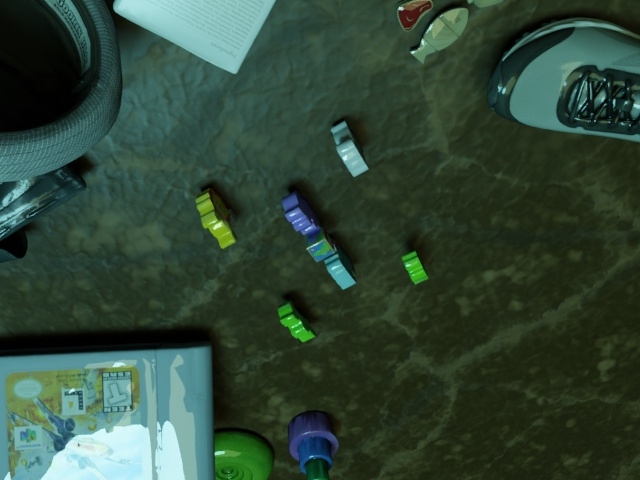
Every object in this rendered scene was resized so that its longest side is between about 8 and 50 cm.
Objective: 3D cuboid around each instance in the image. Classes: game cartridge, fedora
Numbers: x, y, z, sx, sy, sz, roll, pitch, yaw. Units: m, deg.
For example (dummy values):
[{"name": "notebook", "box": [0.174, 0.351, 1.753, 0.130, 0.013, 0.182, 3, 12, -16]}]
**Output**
[{"name": "game cartridge", "box": [-0.268, 0.217, 0.726, 0.297, 0.062, 0.198, -2, 87, -8]}, {"name": "fedora", "box": [-0.286, -0.141, 0.462, 0.275, 0.244, 0.124, 20, 148, -31]}]

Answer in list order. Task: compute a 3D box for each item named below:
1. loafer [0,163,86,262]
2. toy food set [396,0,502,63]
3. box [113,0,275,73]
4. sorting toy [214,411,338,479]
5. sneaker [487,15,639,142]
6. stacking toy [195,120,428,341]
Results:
[{"name": "loafer", "box": [-0.315, -0.005, 0.608, 0.223, 0.076, 0.078, -39, 113, 13]}, {"name": "toy food set", "box": [0.114, -0.220, 0.562, 0.122, 0.019, 0.078, -34, 122, 24]}, {"name": "box", "box": [-0.089, -0.200, 0.492, 0.102, 0.101, 0.087, 24, 118, -23]}, {"name": "sorting toy", "box": [-0.143, 0.343, 0.843, 0.365, 0.126, 0.127, -22, 124, 7]}, {"name": "sneaker", "box": [0.286, -0.137, 0.591, 0.271, 0.108, 0.100, 1, 126, -8]}, {"name": "stacking toy", "box": [0.000, 0.000, 0.679, 0.166, 0.052, 0.221, -26, 126, 12]}]
